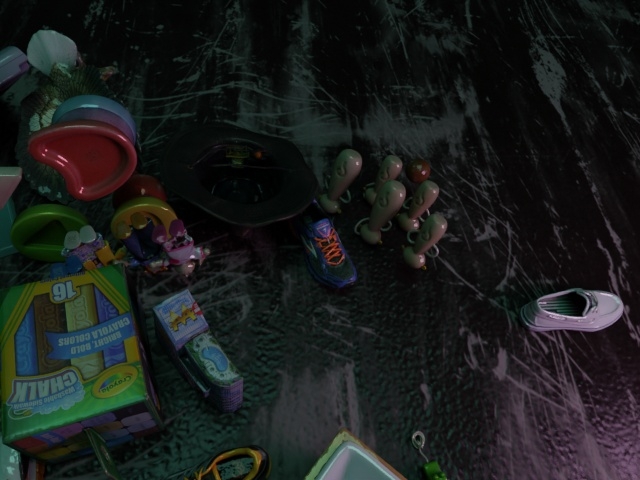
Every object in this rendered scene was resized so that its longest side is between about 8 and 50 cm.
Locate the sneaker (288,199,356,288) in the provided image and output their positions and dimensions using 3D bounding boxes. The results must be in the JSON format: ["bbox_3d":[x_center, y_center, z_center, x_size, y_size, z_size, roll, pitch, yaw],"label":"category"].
[{"bbox_3d":[0.000,0.000,0.980,0.083,0.087,0.221,-25,63,-21],"label":"sneaker"}]

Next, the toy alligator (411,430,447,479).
[{"bbox_3d":[0.186,0.388,0.773,0.056,0.051,0.189,-9,59,-14],"label":"toy alligator"}]

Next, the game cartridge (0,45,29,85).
[{"bbox_3d":[-0.696,-0.279,0.972,0.294,0.060,0.196,0,47,47],"label":"game cartridge"}]

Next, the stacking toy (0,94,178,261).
[{"bbox_3d":[-0.428,-0.106,0.882,0.280,0.308,0.130,-16,52,-6],"label":"stacking toy"}]

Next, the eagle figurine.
[{"bbox_3d":[-0.488,-0.255,1.020,0.225,0.226,0.298,7,48,-29],"label":"eagle figurine"}]

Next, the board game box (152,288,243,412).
[{"bbox_3d":[-0.198,0.170,0.775,0.060,0.194,0.194,-32,66,-25],"label":"board game box"}]

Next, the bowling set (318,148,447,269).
[{"bbox_3d":[0.162,-0.076,1.044,0.287,0.154,0.200,43,43,20],"label":"bowling set"}]

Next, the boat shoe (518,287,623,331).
[{"bbox_3d":[0.507,0.135,0.972,0.227,0.075,0.083,-9,59,-14],"label":"boat shoe"}]

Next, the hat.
[{"bbox_3d":[-0.168,-0.099,0.993,0.332,0.133,0.331,10,39,-8],"label":"hat"}]

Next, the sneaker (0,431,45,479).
[{"bbox_3d":[-0.450,0.388,0.665,0.121,0.099,0.262,-13,52,-7],"label":"sneaker"}]

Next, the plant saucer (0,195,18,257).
[{"bbox_3d":[-0.628,-0.049,0.962,0.067,0.018,0.192,-21,63,-20],"label":"plant saucer"}]

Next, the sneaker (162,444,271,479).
[{"bbox_3d":[-0.173,0.358,0.722,0.215,0.083,0.084,-25,65,-21],"label":"sneaker"}]

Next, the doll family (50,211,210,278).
[{"bbox_3d":[-0.336,0.026,0.870,0.263,0.163,0.118,-21,61,-14],"label":"doll family"}]

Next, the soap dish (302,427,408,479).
[{"bbox_3d":[0.031,0.448,0.671,0.229,0.118,0.291,36,59,15],"label":"soap dish"}]

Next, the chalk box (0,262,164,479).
[{"bbox_3d":[-0.344,0.212,0.735,0.179,0.180,0.288,-12,58,-16],"label":"chalk box"}]
